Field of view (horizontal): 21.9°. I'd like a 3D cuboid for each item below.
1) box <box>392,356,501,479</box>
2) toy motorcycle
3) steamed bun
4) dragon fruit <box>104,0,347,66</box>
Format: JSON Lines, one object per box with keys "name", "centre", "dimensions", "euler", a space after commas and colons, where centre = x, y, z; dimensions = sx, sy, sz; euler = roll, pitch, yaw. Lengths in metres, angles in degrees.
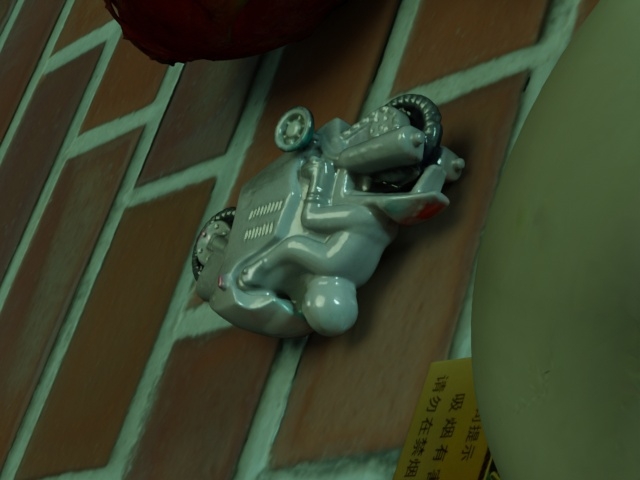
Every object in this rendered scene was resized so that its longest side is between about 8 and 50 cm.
{"name": "box", "centre": [0.135, 0.139, 0.941], "dimensions": [0.237, 0.070, 0.152], "euler": [-15, 48, 56]}
{"name": "toy motorcycle", "centre": [0.000, 0.000, 1.286], "dimensions": [0.260, 0.110, 0.171], "euler": [-31, 52, 29]}
{"name": "steamed bun", "centre": [0.228, 0.004, 0.666], "dimensions": [0.374, 0.334, 0.334], "euler": [-53, 27, 8]}
{"name": "dragon fruit", "centre": [-0.091, -0.314, 1.554], "dimensions": [0.301, 0.295, 0.295], "euler": [-38, 29, 1]}
